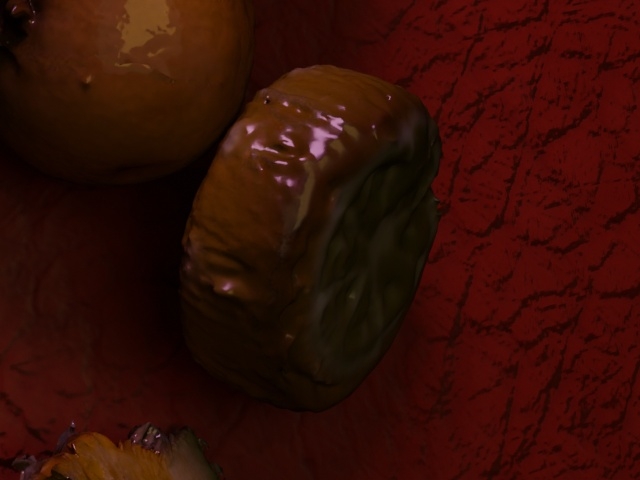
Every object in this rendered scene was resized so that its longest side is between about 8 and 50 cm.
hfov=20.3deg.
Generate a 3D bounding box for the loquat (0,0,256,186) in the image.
[{"bbox_3d":[-0.147,-0.138,1.254,0.208,0.208,0.208,4,81,-28],"label":"loquat"}]

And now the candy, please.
[{"bbox_3d":[0.000,0.000,1.305,0.260,0.118,0.260,-40,141,-42],"label":"candy"}]

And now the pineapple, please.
[{"bbox_3d":[-0.144,0.209,1.278,0.250,0.140,0.164,35,26,-36],"label":"pineapple"}]
